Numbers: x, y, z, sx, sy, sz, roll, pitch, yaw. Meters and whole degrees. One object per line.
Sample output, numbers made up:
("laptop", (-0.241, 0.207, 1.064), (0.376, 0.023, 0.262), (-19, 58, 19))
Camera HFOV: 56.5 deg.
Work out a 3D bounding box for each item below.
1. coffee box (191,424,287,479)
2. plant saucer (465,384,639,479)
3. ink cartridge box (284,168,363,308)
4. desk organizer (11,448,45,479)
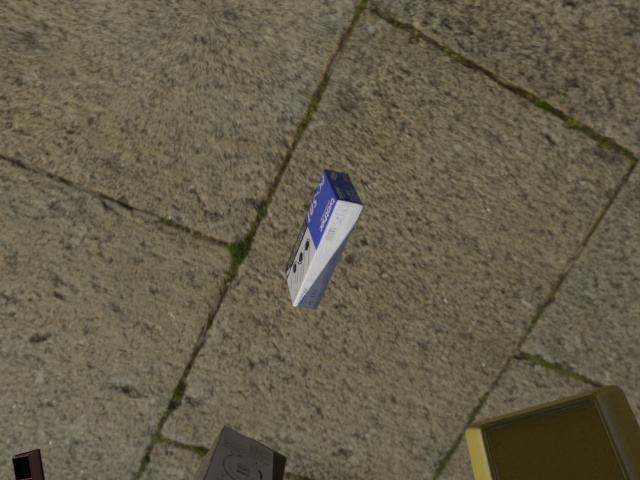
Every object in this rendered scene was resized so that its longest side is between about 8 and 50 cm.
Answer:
("coffee box", (-0.145, 0.414, 0.813), (0.118, 0.297, 0.168), (29, 102, -4))
("plant saucer", (0.442, 0.435, 1.108), (0.332, 0.333, 0.081), (-23, 128, 18))
("ink cartridge box", (0.000, 0.000, 0.954), (0.046, 0.097, 0.207), (11, 121, -21))
("desk organizer", (-0.540, 0.460, 1.099), (0.047, 0.050, 0.130), (-13, 81, -8))
